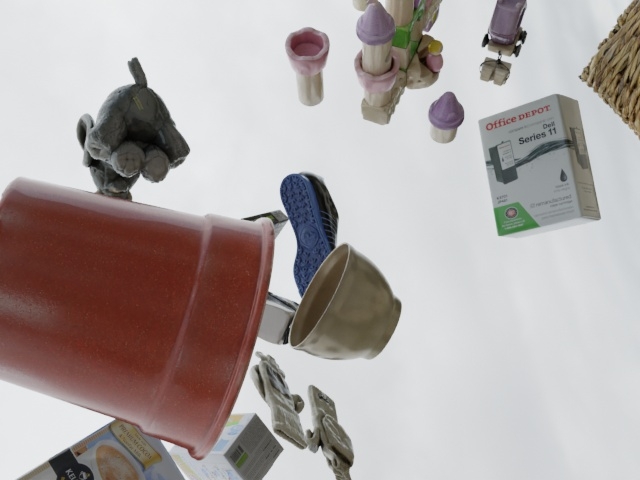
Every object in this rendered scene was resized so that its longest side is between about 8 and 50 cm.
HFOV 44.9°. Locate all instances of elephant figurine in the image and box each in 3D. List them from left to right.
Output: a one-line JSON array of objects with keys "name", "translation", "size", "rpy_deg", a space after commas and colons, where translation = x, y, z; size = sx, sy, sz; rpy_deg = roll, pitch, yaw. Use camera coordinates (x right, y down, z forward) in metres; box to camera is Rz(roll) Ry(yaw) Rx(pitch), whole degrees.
[{"name": "elephant figurine", "translation": [-0.331, -0.143, 1.265], "size": [0.169, 0.239, 0.186], "rpy_deg": [44, -120, -16]}]

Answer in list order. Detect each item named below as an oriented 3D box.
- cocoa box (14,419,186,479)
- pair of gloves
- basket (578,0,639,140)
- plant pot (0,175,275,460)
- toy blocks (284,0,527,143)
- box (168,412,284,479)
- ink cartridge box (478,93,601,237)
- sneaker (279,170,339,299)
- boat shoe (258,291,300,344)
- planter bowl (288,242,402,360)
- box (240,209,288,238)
[{"name": "cocoa box", "translation": [-0.310, 0.498, 1.278], "size": [0.228, 0.231, 0.347], "rpy_deg": [-29, -107, -26]}, {"name": "pair of gloves", "translation": [-0.032, 0.303, 1.322], "size": [0.240, 0.042, 0.204], "rpy_deg": [42, -167, -37]}, {"name": "basket", "translation": [0.588, -0.235, 1.142], "size": [0.299, 0.213, 0.223], "rpy_deg": [9, -141, -31]}, {"name": "plant pot", "translation": [-0.218, 0.066, 0.818], "size": [0.265, 0.272, 0.272], "rpy_deg": [18, -128, -15]}, {"name": "toy blocks", "translation": [0.136, -0.338, 1.123], "size": [0.260, 0.309, 0.288], "rpy_deg": [86, -152, -61]}, {"name": "box", "translation": [-0.193, 0.422, 1.553], "size": [0.103, 0.203, 0.114], "rpy_deg": [56, -132, -18]}, {"name": "ink cartridge box", "translation": [0.360, -0.120, 1.284], "size": [0.087, 0.153, 0.208], "rpy_deg": [3, -105, -50]}, {"name": "sneaker", "translation": [0.000, 0.000, 1.263], "size": [0.090, 0.081, 0.232], "rpy_deg": [-11, -89, -59]}, {"name": "boat shoe", "translation": [-0.184, 0.170, 1.987], "size": [0.127, 0.340, 0.158], "rpy_deg": [-66, -20, 6]}, {"name": "planter bowl", "translation": [0.043, 0.098, 1.062], "size": [0.109, 0.162, 0.162], "rpy_deg": [28, -137, -11]}, {"name": "box", "translation": [-0.181, 0.014, 1.921], "size": [0.045, 0.184, 0.190], "rpy_deg": [45, -153, 14]}]
